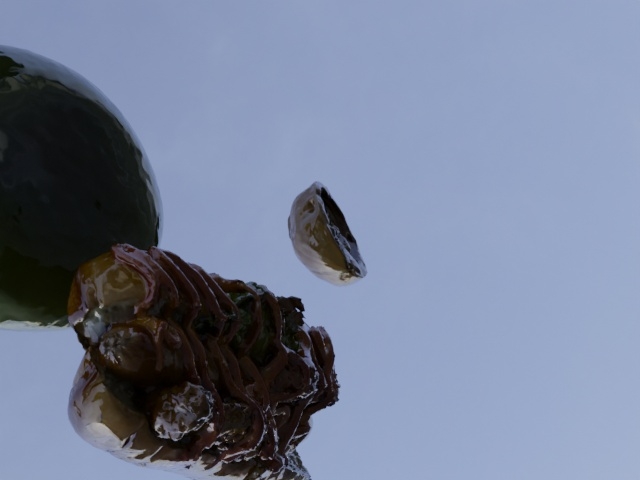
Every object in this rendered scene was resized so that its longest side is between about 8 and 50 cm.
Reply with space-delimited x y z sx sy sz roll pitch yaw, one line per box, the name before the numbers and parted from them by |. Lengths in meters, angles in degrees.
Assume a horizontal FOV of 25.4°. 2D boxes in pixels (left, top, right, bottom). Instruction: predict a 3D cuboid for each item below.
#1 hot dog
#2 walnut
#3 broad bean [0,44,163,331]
hot dog | -0.068 0.100 1.053 0.349 0.117 0.158 38 -130 -65
walnut | 0.000 0.000 1.348 0.052 0.121 0.091 -30 -51 13
broad bean | -0.235 -0.041 1.054 0.291 0.119 0.238 -9 -112 -54
